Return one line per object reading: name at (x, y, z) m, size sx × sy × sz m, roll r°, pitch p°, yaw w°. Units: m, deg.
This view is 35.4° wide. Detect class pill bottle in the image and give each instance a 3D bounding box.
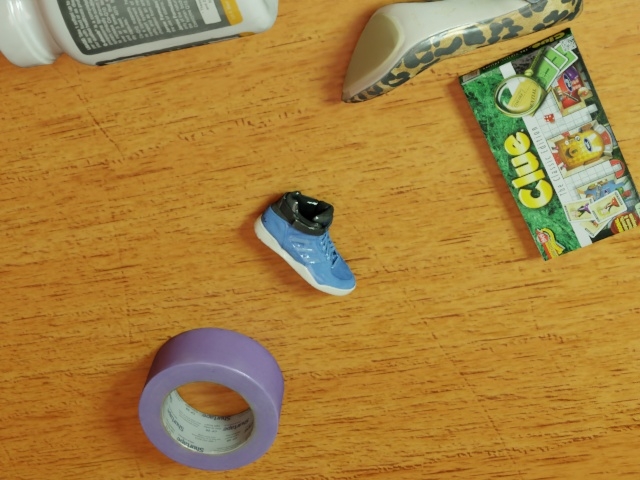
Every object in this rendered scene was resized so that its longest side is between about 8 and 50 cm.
pill bottle at (-0.194, -0.268, 1.030) m, size 0.278 × 0.162 × 0.162 m, roll -9°, pitch 119°, yaw 10°

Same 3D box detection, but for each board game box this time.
board game box at (0.274, -0.104, 1.166) m, size 0.136 × 0.030 × 0.260 m, roll -22°, pitch 116°, yaw 19°

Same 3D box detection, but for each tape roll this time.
tape roll at (-0.146, 0.217, 1.363) m, size 0.188 × 0.080 × 0.189 m, roll 2°, pitch 121°, yaw 3°

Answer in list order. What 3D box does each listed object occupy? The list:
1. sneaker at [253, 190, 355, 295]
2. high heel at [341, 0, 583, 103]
sneaker at (0.000, 0.000, 1.234) m, size 0.152 × 0.058 × 0.084 m, roll 40°, pitch 125°, yaw -10°
high heel at (0.153, -0.211, 1.095) m, size 0.186 × 0.093 × 0.261 m, roll 13°, pitch 142°, yaw -32°
